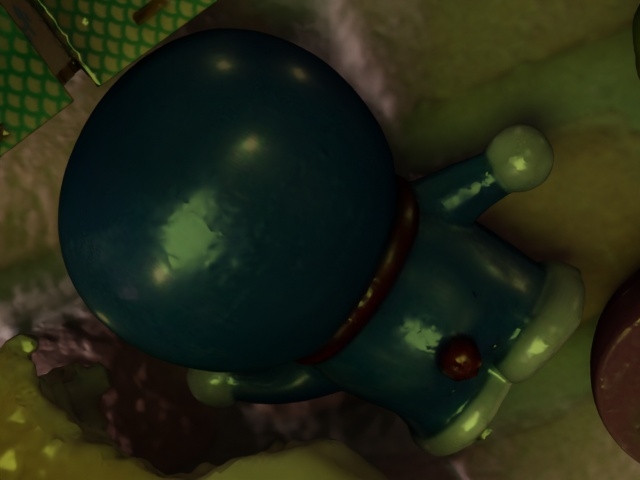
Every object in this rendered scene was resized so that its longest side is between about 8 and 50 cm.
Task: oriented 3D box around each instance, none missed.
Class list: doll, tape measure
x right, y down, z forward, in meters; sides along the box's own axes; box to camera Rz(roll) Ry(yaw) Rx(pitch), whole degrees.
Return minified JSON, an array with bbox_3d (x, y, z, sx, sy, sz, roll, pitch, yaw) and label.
[{"bbox_3d":[0.000,0.000,0.873,0.257,0.161,0.215,33,104,-23],"label":"doll"},{"bbox_3d":[0.195,0.058,0.888,0.118,0.074,0.125,19,115,3],"label":"tape measure"}]

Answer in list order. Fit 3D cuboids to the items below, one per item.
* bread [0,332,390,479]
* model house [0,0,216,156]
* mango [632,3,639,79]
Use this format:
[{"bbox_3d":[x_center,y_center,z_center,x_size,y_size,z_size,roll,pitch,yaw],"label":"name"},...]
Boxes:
[{"bbox_3d":[-0.133,0.221,0.896,0.424,0.245,0.329,-4,133,15],"label":"bread"},{"bbox_3d":[-0.191,-0.106,0.816,0.271,0.206,0.178,-27,107,22],"label":"model house"},{"bbox_3d":[0.231,-0.070,0.796,0.191,0.085,0.122,22,159,9],"label":"mango"}]
